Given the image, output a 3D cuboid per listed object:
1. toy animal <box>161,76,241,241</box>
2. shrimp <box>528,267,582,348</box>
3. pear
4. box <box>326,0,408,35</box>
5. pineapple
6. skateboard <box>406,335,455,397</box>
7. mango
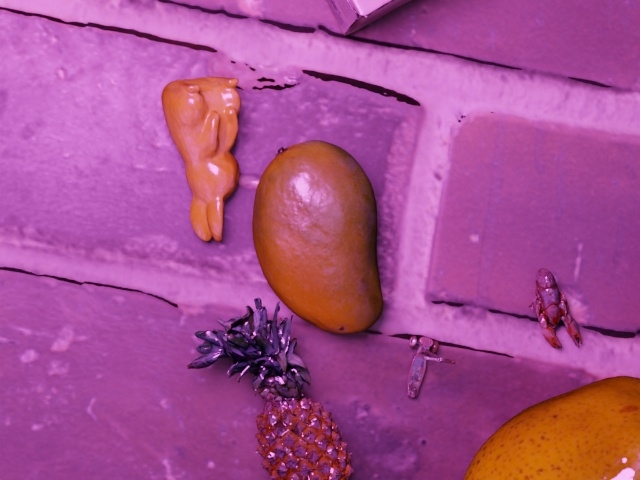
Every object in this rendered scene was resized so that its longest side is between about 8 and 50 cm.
[{"bbox_3d":[-0.111,-0.079,1.125,0.070,0.083,0.159,-16,104,-34],"label":"toy animal"},{"bbox_3d":[0.236,0.075,1.181,0.038,0.029,0.092,-29,97,-8],"label":"shrimp"},{"bbox_3d":[0.266,0.276,1.065,0.294,0.294,0.294,0,89,-8],"label":"pear"},{"bbox_3d":[0.084,-0.351,1.128,0.252,0.106,0.203,-31,92,-6],"label":"box"},{"bbox_3d":[-0.041,0.168,1.112,0.103,0.083,0.221,-23,95,22],"label":"pineapple"},{"bbox_3d":[0.104,0.128,1.134,0.032,0.083,0.063,14,88,-8],"label":"skateboard"},{"bbox_3d":[-0.004,-0.002,1.121,0.122,0.085,0.191,-5,89,-11],"label":"mango"}]
